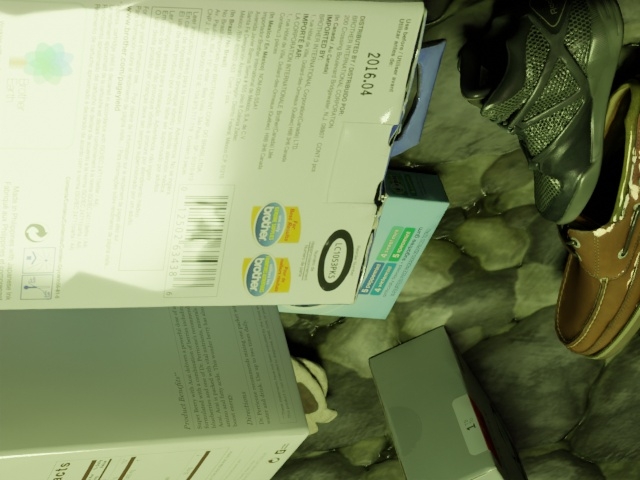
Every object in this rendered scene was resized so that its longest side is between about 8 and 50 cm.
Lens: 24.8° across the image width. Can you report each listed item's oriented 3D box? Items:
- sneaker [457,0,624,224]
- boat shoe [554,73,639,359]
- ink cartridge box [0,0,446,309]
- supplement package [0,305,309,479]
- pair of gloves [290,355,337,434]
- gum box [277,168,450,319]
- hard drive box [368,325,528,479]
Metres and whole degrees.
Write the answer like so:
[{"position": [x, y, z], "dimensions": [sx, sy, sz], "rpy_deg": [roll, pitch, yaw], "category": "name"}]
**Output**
[{"position": [0.172, -0.105, 1.212], "dimensions": [0.130, 0.087, 0.227], "rpy_deg": [-8, 135, -7], "category": "sneaker"}, {"position": [0.261, -0.023, 1.320], "dimensions": [0.104, 0.111, 0.307], "rpy_deg": [3, 124, -22], "category": "boat shoe"}, {"position": [-0.091, -0.092, 1.062], "dimensions": [0.395, 0.151, 0.270], "rpy_deg": [1, 126, -17], "category": "ink cartridge box"}, {"position": [-0.189, 0.125, 1.185], "dimensions": [0.293, 0.177, 0.175], "rpy_deg": [0, 149, -26], "category": "supplement package"}, {"position": [-0.112, 0.165, 1.445], "dimensions": [0.240, 0.042, 0.204], "rpy_deg": [-25, 142, 12], "category": "pair of gloves"}, {"position": [0.000, 0.000, 1.300], "dimensions": [0.184, 0.041, 0.157], "rpy_deg": [4, 134, -23], "category": "gum box"}, {"position": [0.149, 0.230, 1.497], "dimensions": [0.089, 0.181, 0.232], "rpy_deg": [-25, 139, 9], "category": "hard drive box"}]
